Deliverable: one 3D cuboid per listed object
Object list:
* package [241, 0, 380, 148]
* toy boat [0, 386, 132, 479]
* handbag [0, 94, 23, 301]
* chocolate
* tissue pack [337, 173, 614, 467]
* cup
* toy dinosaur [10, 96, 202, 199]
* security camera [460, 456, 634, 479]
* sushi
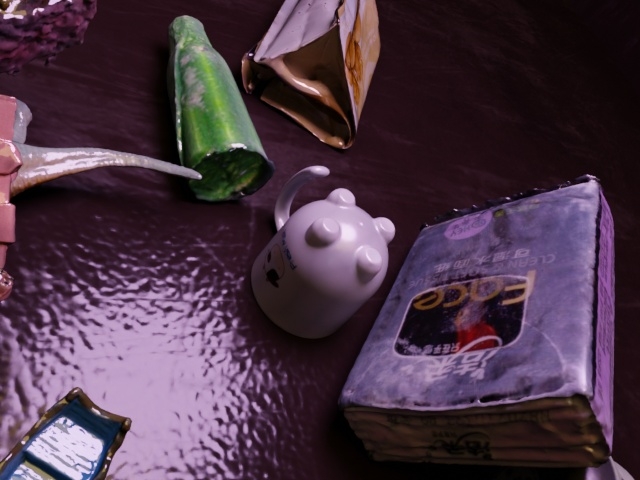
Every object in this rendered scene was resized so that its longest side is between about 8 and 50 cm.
[{"bbox_3d":[-0.005,-0.325,0.959,0.165,0.221,0.311,1,45,16],"label":"package"},{"bbox_3d":[-0.212,0.193,0.411,0.075,0.077,0.185,37,43,-6],"label":"toy boat"},{"bbox_3d":[-0.326,-0.020,0.452,0.157,0.059,0.212,4,87,-36],"label":"handbag"},{"bbox_3d":[-0.153,-0.189,0.756,0.110,0.110,0.291,2,52,-34],"label":"chocolate"},{"bbox_3d":[0.198,0.084,0.659,0.122,0.259,0.361,59,39,-20],"label":"tissue pack"},{"bbox_3d":[0.010,0.007,0.675,0.134,0.142,0.173,24,45,-17],"label":"cup"},{"bbox_3d":[-0.319,-0.095,0.563,0.393,0.092,0.205,18,46,-27],"label":"toy dinosaur"},{"bbox_3d":[0.298,0.324,0.586,0.277,0.191,0.197,33,42,-10],"label":"security camera"},{"bbox_3d":[-0.337,-0.196,0.500,0.241,0.107,0.161,14,56,-19],"label":"sushi"}]
